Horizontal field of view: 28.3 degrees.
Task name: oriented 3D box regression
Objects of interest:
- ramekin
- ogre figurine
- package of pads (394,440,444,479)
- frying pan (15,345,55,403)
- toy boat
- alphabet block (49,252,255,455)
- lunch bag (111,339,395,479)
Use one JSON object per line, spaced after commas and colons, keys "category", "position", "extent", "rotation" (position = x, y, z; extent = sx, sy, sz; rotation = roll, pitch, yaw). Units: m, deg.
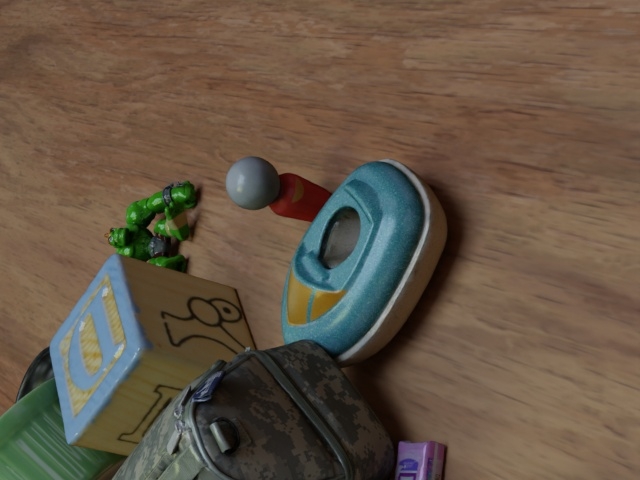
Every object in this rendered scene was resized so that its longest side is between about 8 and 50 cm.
{"category": "ramekin", "position": [-0.381, 0.343, 1.739], "extent": [0.148, 0.303, 0.303], "rotation": [39, 112, 11]}
{"category": "ogre figurine", "position": [-0.256, 0.009, 1.898], "extent": [0.118, 0.097, 0.197], "rotation": [-1, 89, 35]}
{"category": "package of pads", "position": [0.103, 0.255, 1.350], "extent": [0.050, 0.032, 0.083], "rotation": [-13, 65, 53]}
{"category": "frying pan", "position": [-0.402, 0.228, 2.025], "extent": [0.326, 0.053, 0.197], "rotation": [-44, 43, 30]}
{"category": "toy boat", "position": [0.000, 0.000, 1.504], "extent": [0.267, 0.148, 0.318], "rotation": [-61, 37, 15]}
{"category": "alphabet block", "position": [-0.220, 0.162, 1.685], "extent": [0.193, 0.197, 0.192], "rotation": [-50, 40, 27]}
{"category": "lunch bag", "position": [-0.104, 0.267, 1.373], "extent": [0.212, 0.256, 0.305], "rotation": [52, 125, 20]}
